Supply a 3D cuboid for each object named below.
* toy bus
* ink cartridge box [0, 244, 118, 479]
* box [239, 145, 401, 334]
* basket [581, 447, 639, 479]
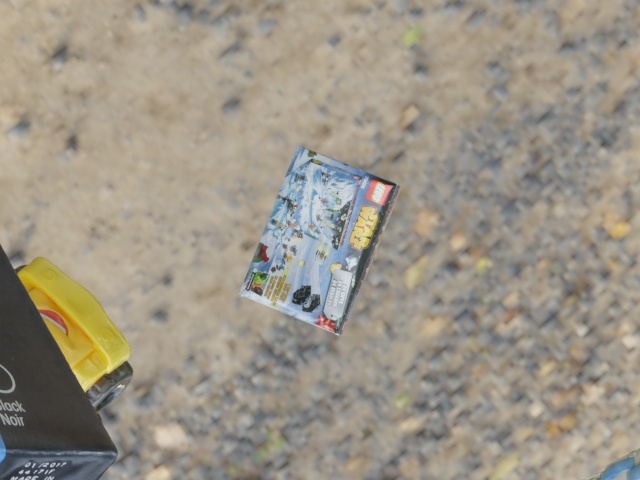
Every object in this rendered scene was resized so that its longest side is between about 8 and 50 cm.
[{"bbox_3d":[-0.300,0.148,1.469,0.211,0.149,0.220,-35,167,-44],"label":"toy bus"},{"bbox_3d":[-0.246,0.001,0.838,0.165,0.333,0.065,10,126,-52],"label":"ink cartridge box"},{"bbox_3d":[0.000,0.000,1.376,0.027,0.094,0.137,20,92,-79],"label":"box"},{"bbox_3d":[0.337,0.281,1.266,0.201,0.289,0.255,16,139,-37],"label":"basket"}]
